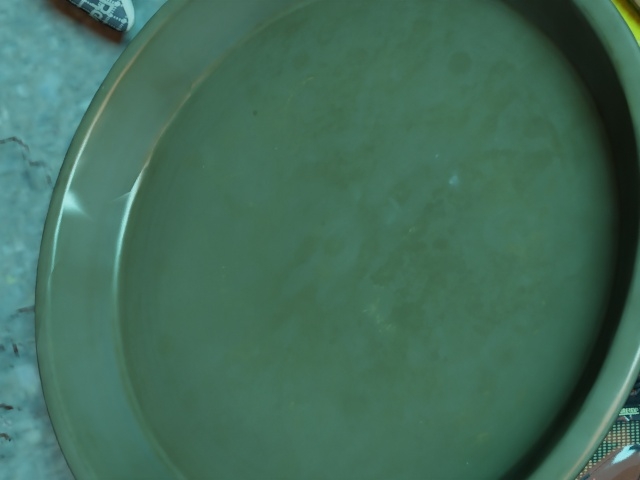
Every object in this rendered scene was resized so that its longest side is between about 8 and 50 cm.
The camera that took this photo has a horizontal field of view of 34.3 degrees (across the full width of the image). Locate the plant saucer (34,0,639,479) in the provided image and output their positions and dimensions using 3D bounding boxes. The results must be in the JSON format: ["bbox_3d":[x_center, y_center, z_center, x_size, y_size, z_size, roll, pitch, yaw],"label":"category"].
[{"bbox_3d":[0.000,0.000,0.406,0.277,0.041,0.278,-11,69,30],"label":"plant saucer"}]

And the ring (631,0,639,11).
[{"bbox_3d":[0.253,-0.169,0.339,0.336,0.032,0.337,1,134,1],"label":"ring"}]

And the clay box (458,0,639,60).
[{"bbox_3d":[0.159,-0.138,0.462,0.127,0.053,0.222,34,91,-23],"label":"clay box"}]

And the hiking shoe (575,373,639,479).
[{"bbox_3d":[0.164,0.085,0.474,0.226,0.086,0.114,-15,98,-3],"label":"hiking shoe"}]

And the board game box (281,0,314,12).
[{"bbox_3d":[0.058,-0.174,0.480,0.126,0.026,0.186,25,91,-6],"label":"board game box"}]

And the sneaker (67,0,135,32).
[{"bbox_3d":[-0.041,-0.199,0.451,0.235,0.090,0.095,-43,108,3],"label":"sneaker"}]
